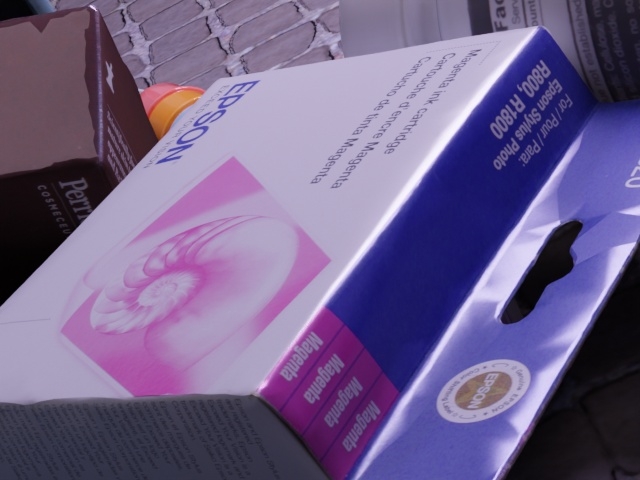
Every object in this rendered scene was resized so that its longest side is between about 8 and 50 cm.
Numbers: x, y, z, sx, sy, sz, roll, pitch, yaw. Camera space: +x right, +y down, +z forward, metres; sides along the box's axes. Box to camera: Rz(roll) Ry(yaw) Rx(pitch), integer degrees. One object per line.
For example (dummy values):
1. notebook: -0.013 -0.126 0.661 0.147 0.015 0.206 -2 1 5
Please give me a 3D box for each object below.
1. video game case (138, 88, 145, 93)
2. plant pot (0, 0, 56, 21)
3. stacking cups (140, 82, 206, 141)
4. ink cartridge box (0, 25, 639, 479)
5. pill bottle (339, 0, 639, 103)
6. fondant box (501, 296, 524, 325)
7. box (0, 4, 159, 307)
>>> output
1. video game case: -0.213 -0.119 1.535 0.087 0.011 0.122 -39 28 -22
2. plant pot: -0.369 -0.142 1.402 0.341 0.341 0.334 -26 18 2
3. stacking cups: -0.069 -0.062 1.224 0.096 0.096 0.316 -32 21 -10
4. ink cartridge box: 0.000 0.000 0.836 0.330 0.071 0.324 -7 31 38
5. pill bottle: 0.201 -0.148 0.971 0.361 0.204 0.204 -2 36 42
6. fondant box: -0.078 0.102 0.905 0.330 0.096 0.238 -6 33 35
7. box: -0.309 -0.026 1.121 0.381 0.191 0.143 -11 59 5
